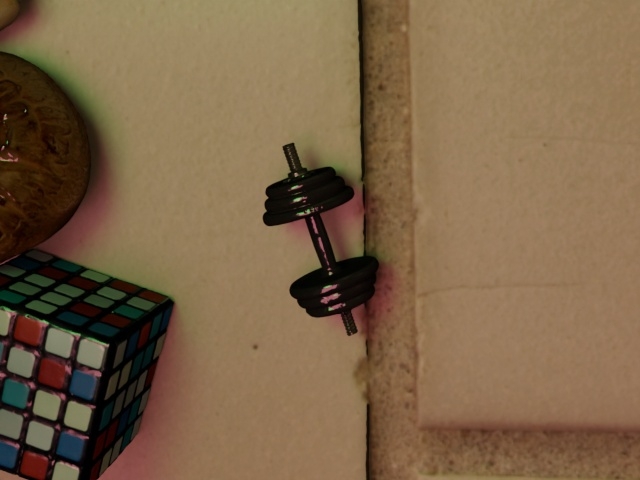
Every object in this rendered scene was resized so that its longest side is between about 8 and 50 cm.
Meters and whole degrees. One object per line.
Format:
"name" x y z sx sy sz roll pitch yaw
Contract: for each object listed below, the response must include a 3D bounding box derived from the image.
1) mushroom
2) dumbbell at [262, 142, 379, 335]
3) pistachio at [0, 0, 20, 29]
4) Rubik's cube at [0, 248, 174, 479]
"mushroom" -0.365 -0.081 1.367 0.253 0.153 0.253 -3 78 14
"dumbbell" 0.000 0.000 1.341 0.099 0.099 0.208 -16 100 16
"pistachio" -0.411 -0.257 1.357 0.215 0.144 0.144 -2 103 7
"Rubik's cube" -0.285 0.136 1.391 0.184 0.187 0.182 18 106 6
